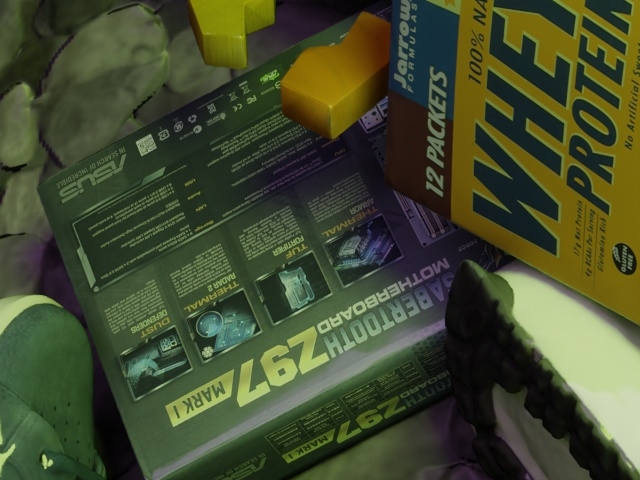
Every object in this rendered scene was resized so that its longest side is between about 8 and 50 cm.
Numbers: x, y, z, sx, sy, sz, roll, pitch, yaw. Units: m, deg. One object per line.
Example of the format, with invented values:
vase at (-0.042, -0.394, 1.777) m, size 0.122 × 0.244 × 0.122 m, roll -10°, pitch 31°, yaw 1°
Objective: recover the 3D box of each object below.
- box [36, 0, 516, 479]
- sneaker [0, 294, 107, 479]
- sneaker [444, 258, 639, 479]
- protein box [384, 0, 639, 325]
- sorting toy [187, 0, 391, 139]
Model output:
box at (0.000, 0.000, 0.903) m, size 0.233 × 0.059 × 0.183 m, roll -29°, pitch 56°, yaw 4°
sneaker at (-0.098, 0.190, 0.802) m, size 0.148 × 0.131 × 0.350 m, roll -5°, pitch 71°, yaw 21°
sneaker at (0.231, 0.112, 0.710) m, size 0.182 × 0.158 × 0.410 m, roll -33°, pitch 59°, yaw -18°
protein box at (0.165, -0.070, 0.753) m, size 0.200 × 0.136 × 0.201 m, roll -18°, pitch 32°, yaw -34°
sorting toy at (0.047, -0.155, 0.926) m, size 0.229 × 0.041 × 0.307 m, roll 29°, pitch 52°, yaw 30°
